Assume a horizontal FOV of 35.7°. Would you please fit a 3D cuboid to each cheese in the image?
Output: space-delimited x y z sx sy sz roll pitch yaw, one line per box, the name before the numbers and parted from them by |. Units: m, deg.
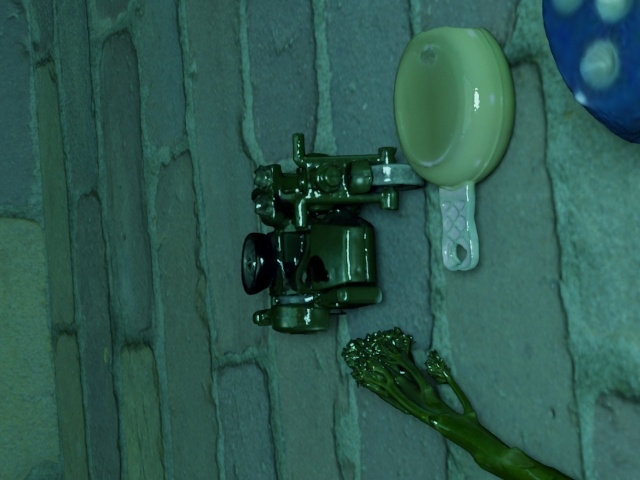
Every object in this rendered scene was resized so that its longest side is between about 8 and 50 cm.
cheese | 0.125 -0.085 0.930 0.137 0.064 0.227 -4 90 59

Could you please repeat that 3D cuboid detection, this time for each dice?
dice | 0.245 -0.154 0.657 0.143 0.146 0.146 -42 57 48

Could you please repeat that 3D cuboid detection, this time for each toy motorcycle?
toy motorcycle | 0.000 0.000 1.074 0.275 0.127 0.205 -9 82 61

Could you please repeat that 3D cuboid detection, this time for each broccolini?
broccolini | 0.161 0.168 0.911 0.392 0.079 0.074 23 101 47
